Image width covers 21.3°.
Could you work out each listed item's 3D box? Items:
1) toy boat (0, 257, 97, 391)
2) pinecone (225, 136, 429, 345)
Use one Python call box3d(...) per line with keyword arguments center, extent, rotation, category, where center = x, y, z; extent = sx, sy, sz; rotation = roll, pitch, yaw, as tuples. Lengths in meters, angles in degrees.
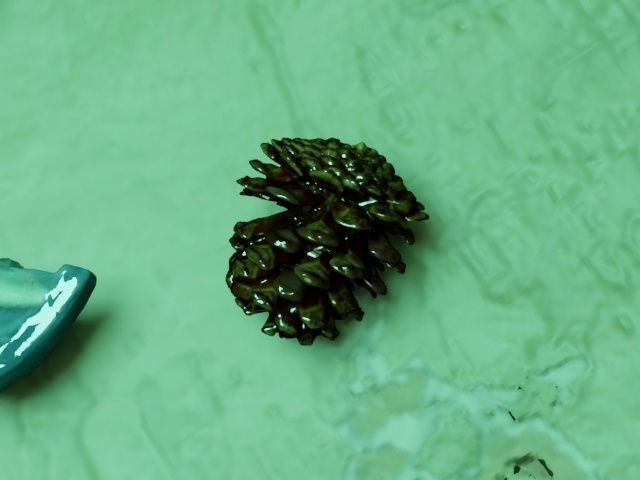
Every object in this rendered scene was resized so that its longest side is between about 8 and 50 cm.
box3d(center=(-0.193, -0.006, 0.688), extent=(0.215, 0.088, 0.102), rotation=(16, 80, 12), category="toy boat")
box3d(center=(0.000, 0.000, 0.666), extent=(0.077, 0.077, 0.083), rotation=(18, 95, 11), category="pinecone")
